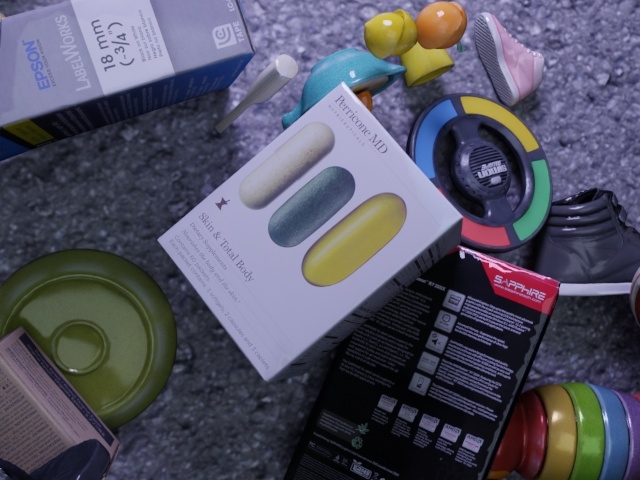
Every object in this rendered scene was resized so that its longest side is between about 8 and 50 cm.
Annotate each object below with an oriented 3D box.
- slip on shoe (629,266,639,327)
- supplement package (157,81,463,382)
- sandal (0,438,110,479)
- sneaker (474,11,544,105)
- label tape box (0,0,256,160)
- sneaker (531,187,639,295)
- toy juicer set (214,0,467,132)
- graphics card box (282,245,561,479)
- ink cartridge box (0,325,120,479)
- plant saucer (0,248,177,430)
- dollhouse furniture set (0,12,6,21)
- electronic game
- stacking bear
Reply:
[{"bbox_3d":[0.508,0.143,1.015,0.123,0.101,0.331,-18,125,12],"label":"slip on shoe"},{"bbox_3d":[0.000,0.000,0.853,0.262,0.198,0.199,-40,78,3],"label":"supplement package"},{"bbox_3d":[-0.422,0.304,0.735,0.446,0.167,0.107,-27,104,5],"label":"sandal"},{"bbox_3d":[0.267,-0.263,1.033,0.070,0.051,0.134,-28,102,-12],"label":"sneaker"},{"bbox_3d":[-0.257,-0.183,0.813,0.333,0.240,0.106,-20,97,-12],"label":"label tape box"},{"bbox_3d":[0.442,-0.004,1.056,0.296,0.104,0.147,-3,98,-9],"label":"sneaker"},{"bbox_3d":[0.040,-0.193,0.900,0.329,0.209,0.089,-23,89,-12],"label":"toy juicer set"},{"bbox_3d":[0.131,0.188,0.947,0.233,0.094,0.371,21,86,19],"label":"graphics card box"},{"bbox_3d":[-0.388,0.247,0.856,0.234,0.088,0.193,-35,101,4],"label":"ink cartridge box"},{"bbox_3d":[-0.300,0.131,0.922,0.241,0.037,0.241,0,92,-13],"label":"plant saucer"},{"bbox_3d":[-0.474,-0.205,0.801,0.212,0.161,0.242,34,85,-12],"label":"dollhouse furniture set"},{"bbox_3d":[0.218,-0.093,0.998,0.229,0.048,0.229,7,71,-22],"label":"electronic game"},{"bbox_3d":[0.321,0.275,1.020,0.289,0.175,0.164,6,64,-4],"label":"stacking bear"}]
